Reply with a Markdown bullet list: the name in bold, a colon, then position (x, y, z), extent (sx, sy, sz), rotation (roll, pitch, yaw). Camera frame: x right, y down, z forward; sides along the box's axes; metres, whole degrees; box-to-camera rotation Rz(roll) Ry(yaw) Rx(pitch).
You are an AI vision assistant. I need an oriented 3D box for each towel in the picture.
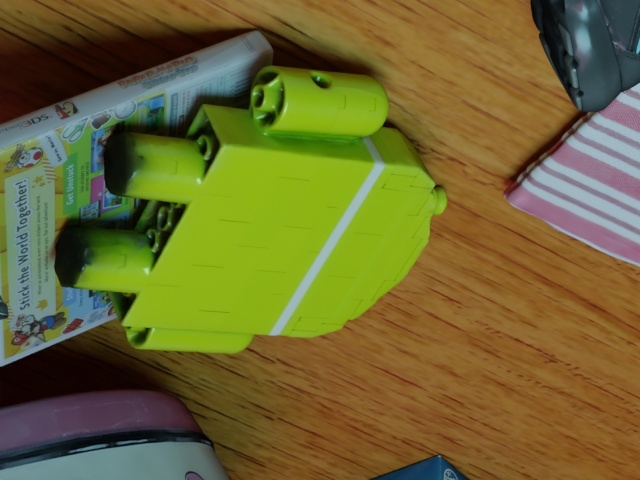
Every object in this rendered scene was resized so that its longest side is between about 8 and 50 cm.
- **towel**: position (0.235, -0.057, 1.344), extent (0.144, 0.029, 0.197), rotation (24, 135, -22)

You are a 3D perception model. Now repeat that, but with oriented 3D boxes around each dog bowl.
- **dog bowl**: position (-0.249, 0.238, 1.544), extent (0.408, 0.150, 0.408), rotation (-15, 166, -4)

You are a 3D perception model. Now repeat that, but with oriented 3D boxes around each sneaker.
- **sneaker**: position (0.169, -0.193, 1.149), extent (0.106, 0.101, 0.267), rotation (-19, 140, -2)

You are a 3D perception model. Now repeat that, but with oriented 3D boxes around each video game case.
- **video game case**: position (-0.132, -0.025, 1.335), extent (0.206, 0.026, 0.227), rotation (-23, 148, -23)

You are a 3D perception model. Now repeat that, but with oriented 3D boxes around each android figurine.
- **android figurine**: position (-0.035, -0.012, 1.339), extent (0.273, 0.056, 0.248), rotation (2, 133, -34)

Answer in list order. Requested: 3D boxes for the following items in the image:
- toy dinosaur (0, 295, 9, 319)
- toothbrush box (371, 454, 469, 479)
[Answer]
- **toy dinosaur**: position (-0.296, 0.049, 1.171), extent (0.164, 0.218, 0.322), rotation (42, 129, -6)
- **toothbrush box**: position (0.043, 0.359, 1.661), extent (0.216, 0.295, 0.126), rotation (-23, 133, 31)
